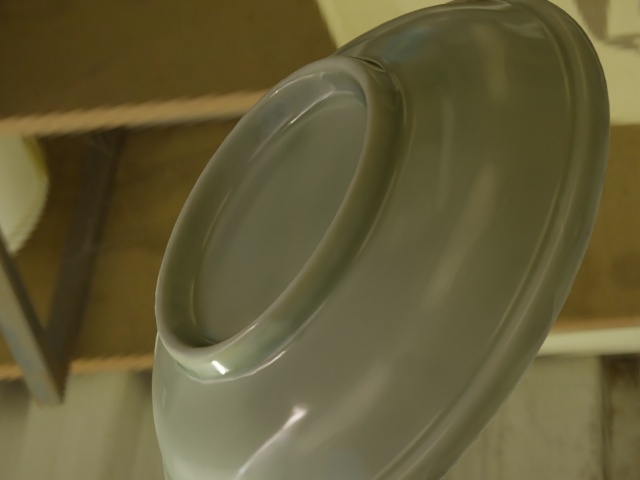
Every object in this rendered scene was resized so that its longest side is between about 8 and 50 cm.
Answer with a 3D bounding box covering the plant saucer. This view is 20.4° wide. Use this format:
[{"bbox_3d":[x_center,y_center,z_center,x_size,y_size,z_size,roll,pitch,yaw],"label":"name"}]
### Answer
[{"bbox_3d":[0.000,0.000,1.091,0.400,0.100,0.400,-40,-148,31],"label":"plant saucer"}]
